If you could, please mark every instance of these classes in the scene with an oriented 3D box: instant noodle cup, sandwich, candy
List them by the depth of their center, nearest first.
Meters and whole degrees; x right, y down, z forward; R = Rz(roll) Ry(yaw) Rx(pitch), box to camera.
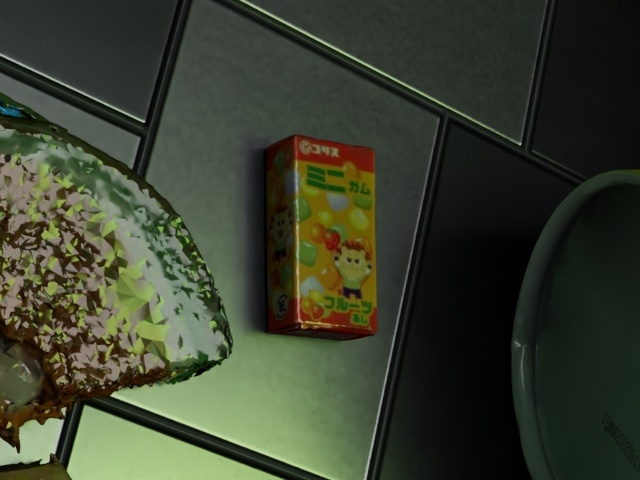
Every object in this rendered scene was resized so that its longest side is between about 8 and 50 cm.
[{"bbox_3d":[-0.153,0.004,0.980,0.159,0.079,0.235,-38,101,-35],"label":"sandwich"},{"bbox_3d":[0.000,0.000,1.113,0.062,0.038,0.122,8,74,-33],"label":"candy"},{"bbox_3d":[0.273,0.075,1.142,0.222,0.311,0.311,5,76,-25],"label":"instant noodle cup"}]

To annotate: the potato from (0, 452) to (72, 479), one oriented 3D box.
[{"bbox_3d":[-0.188,0.164,0.911,0.172,0.089,0.100,-3,83,-37],"label":"potato"}]
